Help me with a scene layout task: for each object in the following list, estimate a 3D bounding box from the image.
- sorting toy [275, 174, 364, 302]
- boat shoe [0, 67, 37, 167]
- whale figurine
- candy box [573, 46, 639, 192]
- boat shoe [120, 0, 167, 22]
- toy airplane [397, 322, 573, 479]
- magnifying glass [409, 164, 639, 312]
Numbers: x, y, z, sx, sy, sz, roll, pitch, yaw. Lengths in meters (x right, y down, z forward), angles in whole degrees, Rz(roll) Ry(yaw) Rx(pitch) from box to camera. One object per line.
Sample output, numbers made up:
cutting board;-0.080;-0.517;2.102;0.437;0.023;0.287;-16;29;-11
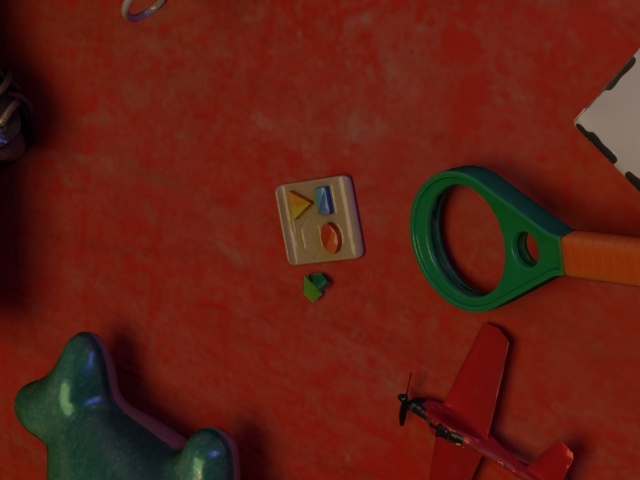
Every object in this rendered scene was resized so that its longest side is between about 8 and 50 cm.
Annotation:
sorting toy;0.000;0.000;1.176;0.062;0.012;0.083;-8;95;36
boat shoe;-0.277;-0.089;1.303;0.130;0.132;0.355;10;102;7
whale figurine;-0.145;0.203;1.239;0.216;0.141;0.272;-42;75;34
candy box;0.265;-0.058;0.943;0.196;0.070;0.165;49;123;16
boat shoe;-0.099;-0.221;1.128;0.367;0.136;0.156;12;106;36
toy airplane;0.109;0.136;1.117;0.151;0.028;0.151;9;106;34
magnifying glass;0.135;0.005;1.035;0.231;0.026;0.092;10;110;54
